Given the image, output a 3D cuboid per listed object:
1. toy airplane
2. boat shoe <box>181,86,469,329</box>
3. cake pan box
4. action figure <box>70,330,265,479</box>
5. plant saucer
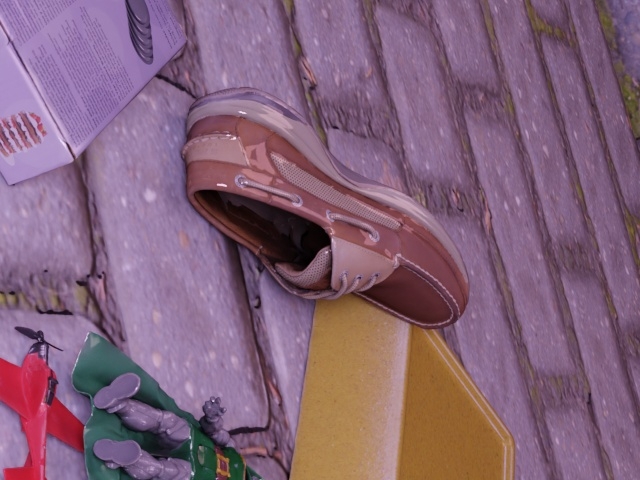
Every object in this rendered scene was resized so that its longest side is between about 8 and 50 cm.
[{"bbox_3d":[-0.189,0.122,1.081,0.151,0.028,0.151,47,34,-46],"label":"toy airplane"},{"bbox_3d":[0.000,0.000,1.444,0.324,0.123,0.116,34,51,-27],"label":"boat shoe"},{"bbox_3d":[-0.217,-0.208,1.205,0.267,0.070,0.246,63,24,-20],"label":"cake pan box"},{"bbox_3d":[-0.097,0.159,1.202,0.232,0.063,0.137,41,43,-60],"label":"action figure"},{"bbox_3d":[0.099,0.219,1.561,0.333,0.081,0.333,54,30,-36],"label":"plant saucer"}]
